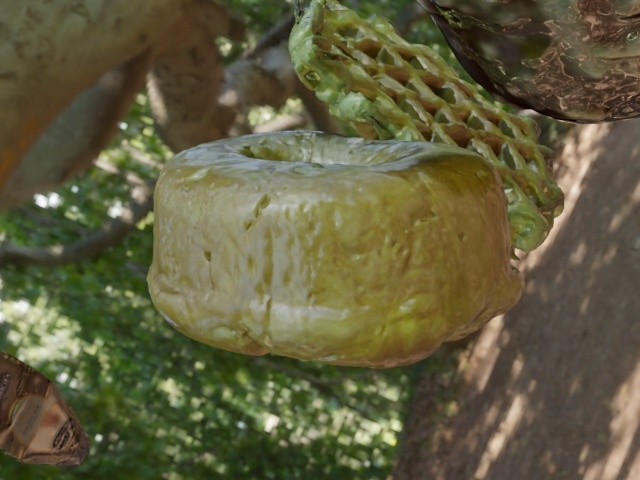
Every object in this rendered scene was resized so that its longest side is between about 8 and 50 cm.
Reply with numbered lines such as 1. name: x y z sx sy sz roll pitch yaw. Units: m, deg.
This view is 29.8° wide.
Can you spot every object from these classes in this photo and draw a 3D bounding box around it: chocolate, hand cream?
1. chocolate: 0.195 -0.219 0.772 0.210 0.340 0.225 27 -125 -56
2. hand cream: -0.213 0.130 0.874 0.062 0.039 0.163 -65 -22 -18

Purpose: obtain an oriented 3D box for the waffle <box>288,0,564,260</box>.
1. waffle: 0.089 -0.109 1.060 0.073 0.297 0.317 -52 9 23

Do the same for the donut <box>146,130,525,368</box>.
1. donut: 0.000 0.000 0.806 0.208 0.261 0.128 -19 -69 -51
